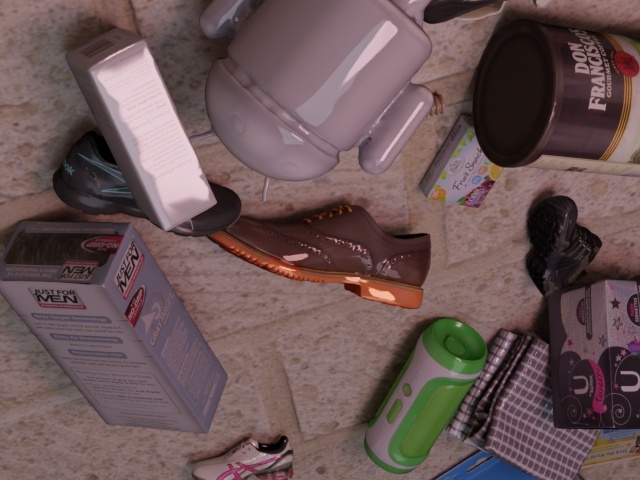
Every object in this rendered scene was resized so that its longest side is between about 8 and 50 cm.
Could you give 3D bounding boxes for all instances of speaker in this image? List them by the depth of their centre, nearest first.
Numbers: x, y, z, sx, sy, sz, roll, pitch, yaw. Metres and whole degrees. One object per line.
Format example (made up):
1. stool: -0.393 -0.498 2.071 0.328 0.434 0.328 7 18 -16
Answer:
1. speaker: 0.183 0.278 2.025 0.131 0.131 0.297 7 128 -27

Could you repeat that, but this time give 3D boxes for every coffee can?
1. coffee can: 0.382 -0.193 1.606 0.275 0.202 0.202 3 130 -25

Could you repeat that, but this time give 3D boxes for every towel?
1. towel: 0.399 0.311 2.083 0.283 0.121 0.235 30 90 -34

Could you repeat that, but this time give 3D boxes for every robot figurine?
1. robot figurine: -0.003 -0.216 1.407 0.300 0.200 0.353 42 99 -1

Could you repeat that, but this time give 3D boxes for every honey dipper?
1. honey dipper: 0.097 -0.179 1.629 0.160 0.030 0.030 -13 135 -7

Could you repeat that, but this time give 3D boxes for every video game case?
1. video game case: 0.554 0.348 2.254 0.226 0.026 0.206 -7 110 -16

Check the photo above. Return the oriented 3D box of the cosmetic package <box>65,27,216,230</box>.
1. cosmetic package: -0.222 -0.138 1.422 0.085 0.117 0.231 -31 118 -14

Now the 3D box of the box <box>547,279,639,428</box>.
1. box: 0.493 0.198 1.952 0.142 0.247 0.163 3 170 -27

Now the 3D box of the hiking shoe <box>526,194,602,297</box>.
1. hiking shoe: 0.407 -0.005 1.889 0.114 0.086 0.227 -21 145 -14

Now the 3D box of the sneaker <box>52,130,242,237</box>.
1. sneaker: -0.221 -0.077 1.549 0.267 0.101 0.106 10 125 -29

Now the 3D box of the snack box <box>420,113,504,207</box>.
1. snack box: 0.227 -0.118 1.730 0.100 0.037 0.141 9 127 -27

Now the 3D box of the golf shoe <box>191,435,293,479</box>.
1. golf shoe: -0.141 0.393 2.059 0.186 0.067 0.086 -5 104 -15

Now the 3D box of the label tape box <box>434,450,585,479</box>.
1. label tape box: 0.413 0.548 2.378 0.249 0.115 0.347 -35 136 12

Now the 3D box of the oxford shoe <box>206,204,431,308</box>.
1. oxford shoe: 0.000 0.000 1.722 0.363 0.130 0.133 15 92 -24

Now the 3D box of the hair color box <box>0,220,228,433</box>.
1. hair color box: -0.293 0.132 1.654 0.185 0.114 0.374 1 141 23

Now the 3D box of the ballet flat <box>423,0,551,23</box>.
1. ballet flat: 0.249 -0.347 1.496 0.280 0.095 0.096 -12 145 4
